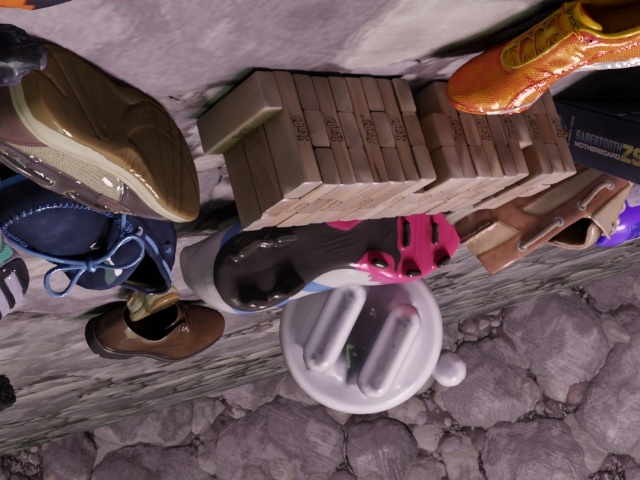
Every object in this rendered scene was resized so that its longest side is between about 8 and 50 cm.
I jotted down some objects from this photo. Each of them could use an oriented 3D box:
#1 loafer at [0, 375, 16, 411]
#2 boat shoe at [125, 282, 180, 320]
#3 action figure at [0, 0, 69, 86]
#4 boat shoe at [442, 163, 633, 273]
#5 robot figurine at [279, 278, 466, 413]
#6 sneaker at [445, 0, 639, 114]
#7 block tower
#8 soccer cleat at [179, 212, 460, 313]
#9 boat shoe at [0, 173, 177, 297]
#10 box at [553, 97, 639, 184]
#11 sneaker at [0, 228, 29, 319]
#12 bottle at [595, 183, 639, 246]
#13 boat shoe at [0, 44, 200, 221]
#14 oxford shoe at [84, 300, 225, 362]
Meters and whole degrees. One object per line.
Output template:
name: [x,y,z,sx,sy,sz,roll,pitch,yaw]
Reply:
loafer: [-0.558,0.253,1.525,0.078,0.076,0.223,-25,170,6]
boat shoe: [-0.215,0.067,1.224,0.056,0.048,0.153,-24,178,-20]
action figure: [-0.149,-0.118,0.331,0.330,0.178,0.341,-10,-165,5]
boat shoe: [0.283,-0.044,1.112,0.324,0.116,0.123,-19,170,-25]
robot figurine: [0.050,0.109,1.277,0.200,0.300,0.353,-61,179,2]
sneaker: [0.173,-0.148,0.728,0.175,0.064,0.067,-23,147,9]
block tower: [0.068,-0.074,0.808,0.335,0.097,0.091,-4,162,-40]
soccer cleat: [0.000,0.000,1.077,0.331,0.116,0.143,-11,-170,-33]
boat shoe: [-0.179,-0.002,0.829,0.109,0.089,0.258,-20,167,18]
box: [0.361,-0.095,0.945,0.233,0.059,0.183,-6,-158,-35]
sneaker: [-0.273,-0.022,0.671,0.083,0.098,0.223,-45,159,-30]
bottle: [0.523,-0.069,1.403,0.283,0.092,0.118,-15,168,-3]
boat shoe: [-0.151,-0.060,0.648,0.073,0.080,0.223,-13,164,14]
oxford shoe: [-0.208,0.122,1.370,0.096,0.083,0.227,-30,163,36]
